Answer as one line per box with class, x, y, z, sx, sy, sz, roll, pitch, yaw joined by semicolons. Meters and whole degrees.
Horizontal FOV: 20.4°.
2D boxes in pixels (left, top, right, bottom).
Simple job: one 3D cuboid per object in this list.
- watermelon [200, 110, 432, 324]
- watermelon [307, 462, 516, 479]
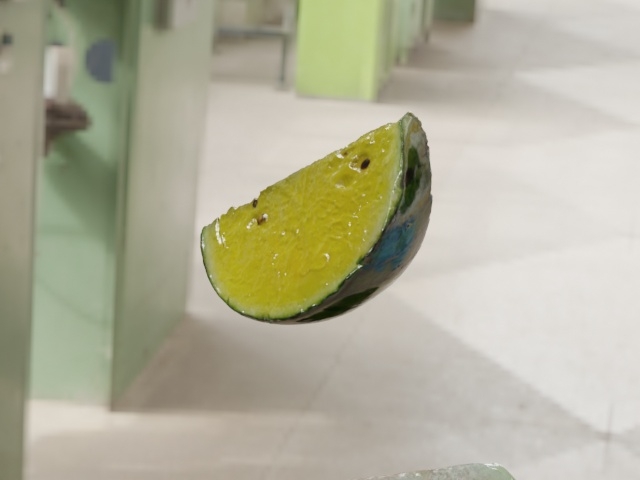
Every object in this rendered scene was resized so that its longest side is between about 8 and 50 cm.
watermelon;-0.003;0.007;1.063;0.181;0.092;0.075;-25;14;37
watermelon;0.063;0.298;1.403;0.201;0.212;0.262;2;-18;-27
